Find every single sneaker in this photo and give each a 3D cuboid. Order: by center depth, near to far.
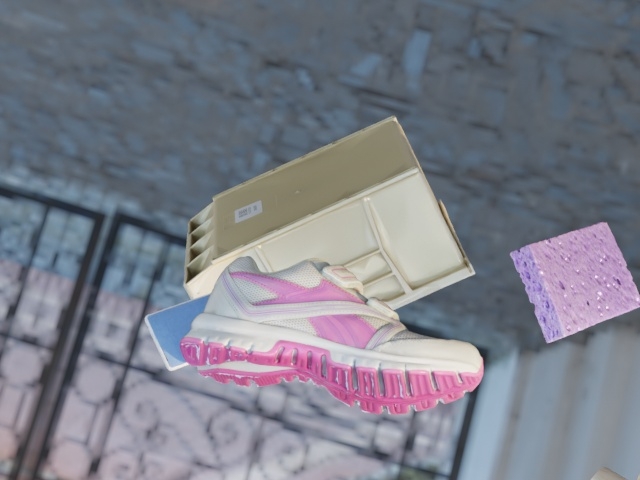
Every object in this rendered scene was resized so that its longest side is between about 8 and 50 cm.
[{"bbox_3d":[0.015,0.070,1.547,0.252,0.111,0.103,12,154,0],"label":"sneaker"}]

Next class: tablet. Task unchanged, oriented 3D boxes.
[{"bbox_3d":[-0.103,0.075,1.583,0.083,0.054,0.006,-19,161,-24],"label":"tablet"}]

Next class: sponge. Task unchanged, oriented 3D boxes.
[{"bbox_3d":[0.312,0.047,2.234,0.031,0.117,0.210,-28,172,35],"label":"sponge"}]

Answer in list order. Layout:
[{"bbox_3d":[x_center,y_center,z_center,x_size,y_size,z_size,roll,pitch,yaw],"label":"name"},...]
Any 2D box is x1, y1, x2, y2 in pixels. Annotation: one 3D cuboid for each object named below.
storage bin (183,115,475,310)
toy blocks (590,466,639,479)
[{"bbox_3d":[0.000,0.000,1.892,0.260,0.123,0.262,-25,-164,4],"label":"storage bin"},{"bbox_3d":[0.450,0.239,1.748,0.260,0.288,0.309,29,168,29],"label":"toy blocks"}]
